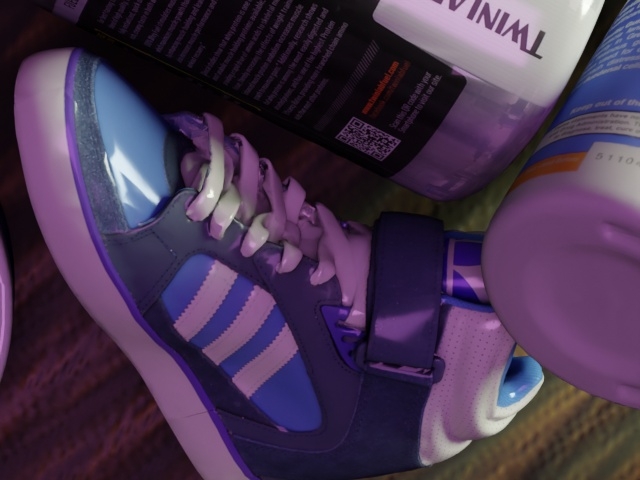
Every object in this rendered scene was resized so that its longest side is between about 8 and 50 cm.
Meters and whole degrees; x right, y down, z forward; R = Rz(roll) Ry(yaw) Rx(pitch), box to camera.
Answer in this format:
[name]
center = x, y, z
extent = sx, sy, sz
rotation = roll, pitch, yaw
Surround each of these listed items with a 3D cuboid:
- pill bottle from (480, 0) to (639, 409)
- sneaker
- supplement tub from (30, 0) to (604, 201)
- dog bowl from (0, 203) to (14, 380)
[pill bottle]
center = 0.205, -0.054, 1.026
extent = 0.152, 0.152, 0.272
rotation = 44, 54, -11
[sneaker]
center = 0.000, 0.001, 1.068
extent = 0.236, 0.130, 0.323
rotation = -16, 125, 15
[supplement tub]
center = -0.026, -0.177, 1.045
extent = 0.338, 0.207, 0.207
rotation = 25, 96, -10
[dog bowl]
center = -0.306, 0.029, 1.101
extent = 0.265, 0.104, 0.265
rotation = -1, 100, -7
